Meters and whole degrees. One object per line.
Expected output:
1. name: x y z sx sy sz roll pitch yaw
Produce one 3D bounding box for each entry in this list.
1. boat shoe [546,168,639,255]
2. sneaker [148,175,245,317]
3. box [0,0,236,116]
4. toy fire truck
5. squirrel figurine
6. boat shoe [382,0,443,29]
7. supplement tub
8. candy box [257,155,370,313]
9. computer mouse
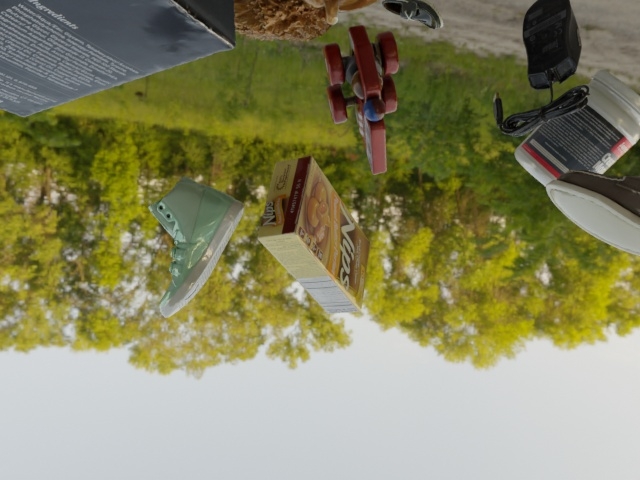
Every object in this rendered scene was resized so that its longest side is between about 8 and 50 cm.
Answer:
1. boat shoe: 0.463 -0.034 0.767 0.116 0.096 0.324 44 176 -39
2. sneaker: -0.266 0.007 1.052 0.151 0.255 0.094 30 -178 1
3. box: -0.413 -0.507 0.875 0.472 0.479 0.297 -9 168 25
4. toy fire truck: 0.115 -0.339 1.356 0.170 0.253 0.302 -12 146 -2
5. squirrel figurine: -0.008 -0.525 1.135 0.281 0.397 0.370 40 -143 -16
6. boat shoe: 0.290 -0.715 1.772 0.233 0.079 0.084 46 172 31
7. supplement tub: 0.626 -0.246 1.353 0.191 0.272 0.191 34 -158 -16
8. candy box: 0.000 0.000 1.153 0.088 0.182 0.316 -7 145 27
9. computer mouse: 0.400 -0.313 1.044 0.060 0.261 0.184 16 153 -35
